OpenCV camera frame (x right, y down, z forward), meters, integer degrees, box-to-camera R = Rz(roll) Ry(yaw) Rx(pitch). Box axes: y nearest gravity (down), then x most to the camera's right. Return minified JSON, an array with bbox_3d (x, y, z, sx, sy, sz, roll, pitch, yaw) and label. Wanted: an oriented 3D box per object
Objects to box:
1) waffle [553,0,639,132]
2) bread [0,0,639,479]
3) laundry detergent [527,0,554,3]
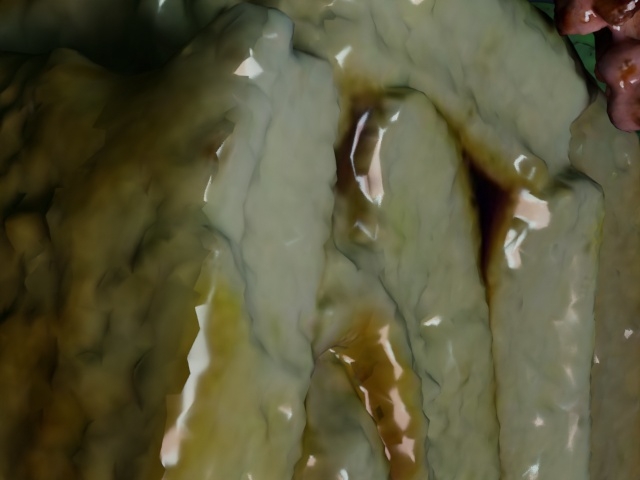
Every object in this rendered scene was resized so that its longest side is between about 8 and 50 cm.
[{"bbox_3d":[0.134,-0.168,0.554,0.221,0.056,0.234,-48,122,-49],"label":"waffle"},{"bbox_3d":[0.006,-0.003,0.568,0.395,0.239,0.263,19,83,-49],"label":"bread"},{"bbox_3d":[0.126,-0.161,0.658,0.206,0.061,0.096,-4,124,-28],"label":"laundry detergent"}]
